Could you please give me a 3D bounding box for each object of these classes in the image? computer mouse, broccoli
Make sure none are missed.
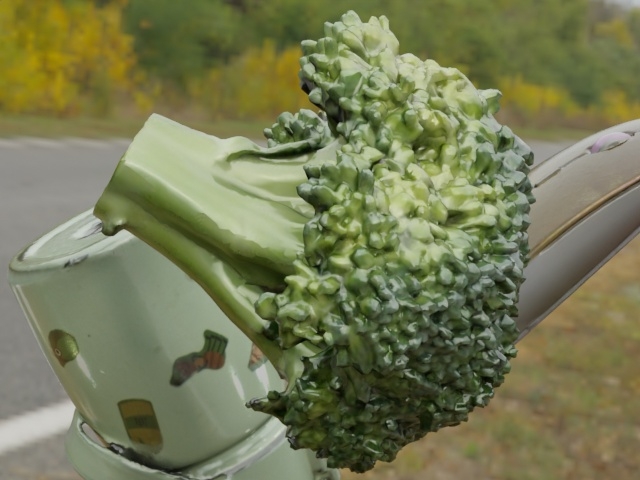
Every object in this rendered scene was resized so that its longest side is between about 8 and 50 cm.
[{"bbox_3d":[0.164,0.004,1.359,0.072,0.310,0.158,47,3,-15],"label":"computer mouse"},{"bbox_3d":[0.019,-0.003,1.051,0.235,0.260,0.288,-35,-8,-24],"label":"broccoli"}]

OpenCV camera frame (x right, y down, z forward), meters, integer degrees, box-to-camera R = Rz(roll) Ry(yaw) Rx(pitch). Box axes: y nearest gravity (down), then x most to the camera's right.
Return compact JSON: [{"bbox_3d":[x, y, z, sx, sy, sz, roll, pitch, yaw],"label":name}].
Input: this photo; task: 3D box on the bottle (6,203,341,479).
[{"bbox_3d":[-0.134,0.136,1.613,0.229,0.352,0.229,-22,15,6],"label":"bottle"}]
